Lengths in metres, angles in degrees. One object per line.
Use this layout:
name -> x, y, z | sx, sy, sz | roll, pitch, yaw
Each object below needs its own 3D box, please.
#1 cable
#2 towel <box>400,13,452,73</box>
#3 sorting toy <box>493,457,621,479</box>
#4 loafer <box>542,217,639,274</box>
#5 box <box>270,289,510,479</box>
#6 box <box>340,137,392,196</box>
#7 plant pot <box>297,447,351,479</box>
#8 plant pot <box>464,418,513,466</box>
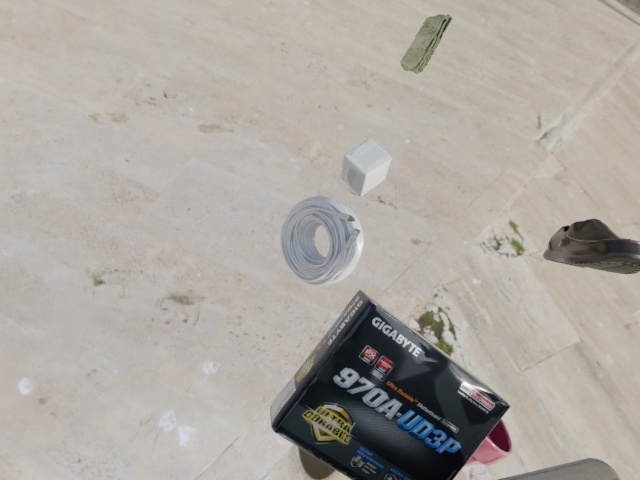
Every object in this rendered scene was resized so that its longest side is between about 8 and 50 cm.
cable -> 0.000, 0.000, 1.176 | 0.257, 0.257, 0.089 | 37, 27, 31
towel -> 0.196, -0.374, 0.777 | 0.027, 0.110, 0.148 | 25, 23, -11
sorting toy -> 0.220, 0.306, 0.398 | 0.307, 0.229, 0.041 | -12, 21, -2
loafer -> 0.413, 0.002, 0.635 | 0.080, 0.220, 0.078 | 12, 92, 4
box -> 0.080, 0.191, 0.472 | 0.220, 0.051, 0.175 | 38, 90, -12
box -> 0.120, -0.195, 1.098 | 0.102, 0.101, 0.087 | -37, 71, -20
plant pot -> 0.095, 0.390, 0.906 | 0.190, 0.284, 0.284 | 23, 49, -19
plant pot -> 0.288, 0.418, 0.915 | 0.201, 0.180, 0.201 | 40, 21, -18
